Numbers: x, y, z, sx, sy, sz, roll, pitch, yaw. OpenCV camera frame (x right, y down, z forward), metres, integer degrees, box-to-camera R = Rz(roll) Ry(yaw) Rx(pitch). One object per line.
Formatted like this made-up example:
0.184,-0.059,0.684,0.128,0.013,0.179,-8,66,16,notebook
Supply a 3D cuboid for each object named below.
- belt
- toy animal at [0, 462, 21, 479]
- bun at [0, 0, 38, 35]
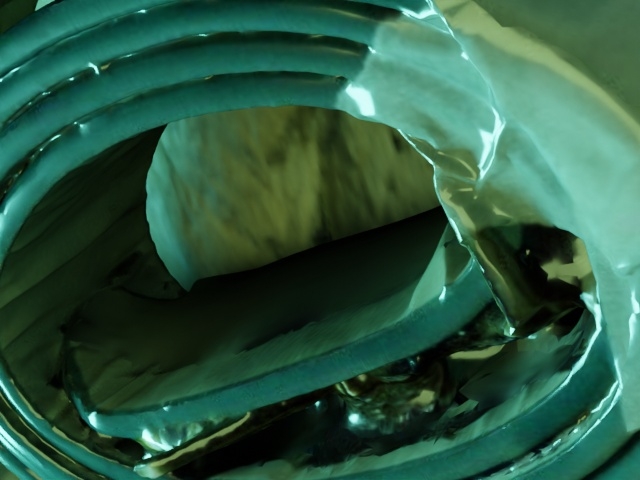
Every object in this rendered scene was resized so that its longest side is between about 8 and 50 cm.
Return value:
-0.001,0.001,0.570,0.437,0.173,0.300,-17,112,34,belt
-0.242,0.154,0.768,0.310,0.247,0.183,52,157,-24,toy animal
-0.219,-0.171,0.632,0.293,0.187,0.293,169,90,-69,bun
